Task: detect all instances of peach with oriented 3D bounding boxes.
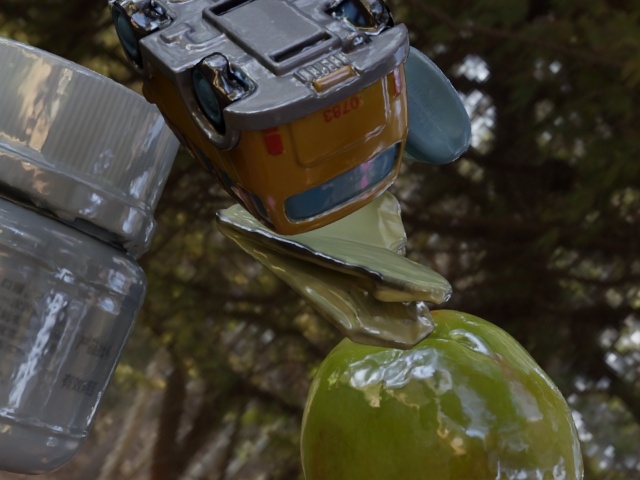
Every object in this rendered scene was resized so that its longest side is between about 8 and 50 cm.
[{"bbox_3d":[0.122,0.243,1.480,0.314,0.281,0.315,16,-74,53],"label":"peach"}]

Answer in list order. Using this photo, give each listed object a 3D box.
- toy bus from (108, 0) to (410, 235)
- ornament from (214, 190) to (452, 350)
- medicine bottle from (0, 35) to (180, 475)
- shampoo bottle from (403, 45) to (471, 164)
[{"bbox_3d":[-0.036,-0.097,0.827,0.209,0.126,0.136,43,-26,44],"label":"toy bus"},{"bbox_3d":[0.000,0.000,1.037,0.180,0.059,0.201,13,25,-21],"label":"ornament"},{"bbox_3d":[-0.258,0.010,1.075,0.245,0.306,0.245,22,-7,3],"label":"medicine bottle"},{"bbox_3d":[0.044,-0.113,1.122,0.104,0.061,0.258,51,-9,-13],"label":"shampoo bottle"}]
